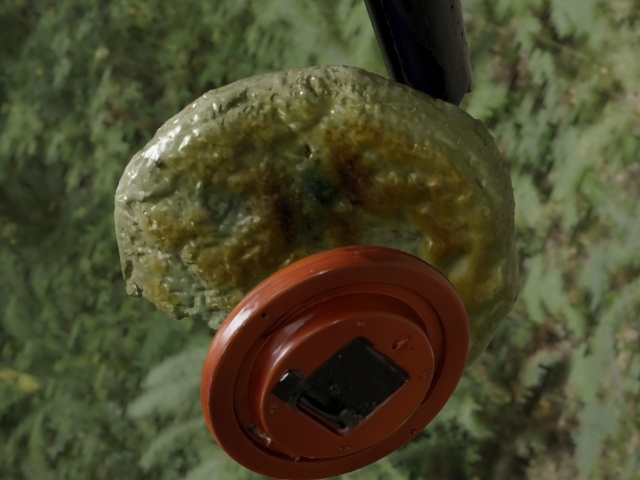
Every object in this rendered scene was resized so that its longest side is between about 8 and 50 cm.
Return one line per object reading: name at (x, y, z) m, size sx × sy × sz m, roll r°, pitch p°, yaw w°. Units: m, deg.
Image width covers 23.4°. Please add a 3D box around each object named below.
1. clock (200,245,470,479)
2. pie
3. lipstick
clock at (0.013, 0.093, 1.116) m, size 0.205 × 0.205 × 0.051 m, roll -61°, pitch 36°, yaw 24°
pie at (0.000, 0.000, 1.244) m, size 0.337 × 0.338 × 0.075 m, roll -60°, pitch 8°, yaw 26°
lipstick at (0.046, -0.251, 1.104) m, size 0.418 × 0.077 × 0.077 m, roll 71°, pitch -161°, yaw -49°
